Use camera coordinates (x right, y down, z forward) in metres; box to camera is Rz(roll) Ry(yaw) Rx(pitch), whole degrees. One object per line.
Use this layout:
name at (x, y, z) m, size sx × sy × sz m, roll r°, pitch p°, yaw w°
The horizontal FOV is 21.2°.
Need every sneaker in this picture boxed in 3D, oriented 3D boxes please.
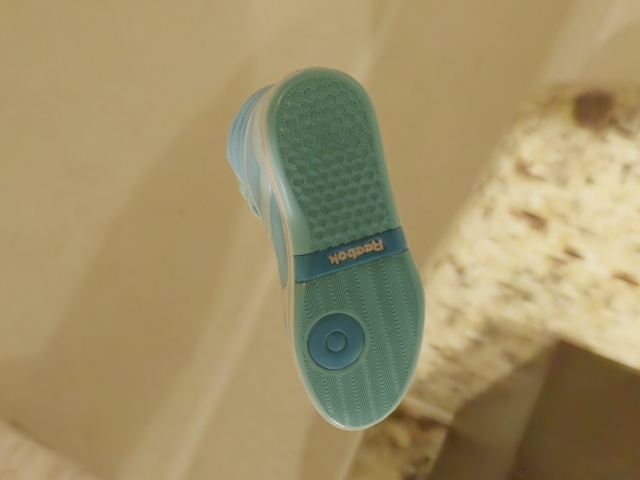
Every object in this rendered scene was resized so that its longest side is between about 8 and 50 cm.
sneaker at (0.000, 0.000, 1.545) m, size 0.127 × 0.319 × 0.208 m, roll -9°, pitch -171°, yaw -15°
